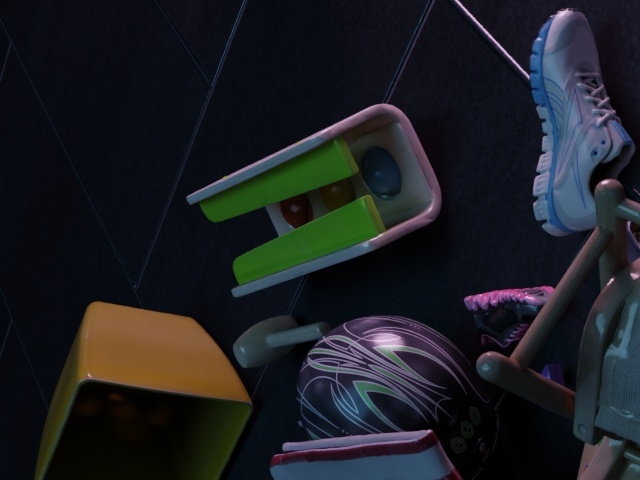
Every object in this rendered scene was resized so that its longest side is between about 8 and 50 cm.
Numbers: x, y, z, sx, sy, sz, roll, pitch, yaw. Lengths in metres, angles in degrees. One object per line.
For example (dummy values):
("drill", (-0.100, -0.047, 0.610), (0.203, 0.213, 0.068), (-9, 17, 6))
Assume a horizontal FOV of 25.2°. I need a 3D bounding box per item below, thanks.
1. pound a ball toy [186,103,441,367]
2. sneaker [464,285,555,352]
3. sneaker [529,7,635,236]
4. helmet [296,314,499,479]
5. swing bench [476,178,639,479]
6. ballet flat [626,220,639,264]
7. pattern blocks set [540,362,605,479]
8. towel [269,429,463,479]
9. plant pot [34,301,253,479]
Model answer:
("pound a ball toy", (0.000, 0.000, 1.490), (0.319, 0.136, 0.208), (-21, 95, 55))
("sneaker", (0.173, 0.071, 1.267), (0.119, 0.047, 0.057), (-12, 84, 64))
("sneaker", (0.225, -0.099, 1.184), (0.083, 0.071, 0.190), (1, 97, 51))
("helmet", (0.062, 0.146, 1.284), (0.169, 0.161, 0.169), (-38, 25, 21))
("swing bench", (0.269, 0.128, 0.905), (0.253, 0.254, 0.165), (26, 71, 36))
("ballet flat", (0.287, 0.036, 1.065), (0.203, 0.074, 0.074), (45, 124, 52))
("pattern blocks set", (0.263, 0.210, 1.124), (0.325, 0.026, 0.285), (39, 120, 52))
("towel", (0.099, 0.309, 1.211), (0.237, 0.037, 0.329), (-18, 105, 55))
("plant pot", (-0.228, 0.196, 1.746), (0.187, 0.212, 0.212), (-109, 37, -50))
